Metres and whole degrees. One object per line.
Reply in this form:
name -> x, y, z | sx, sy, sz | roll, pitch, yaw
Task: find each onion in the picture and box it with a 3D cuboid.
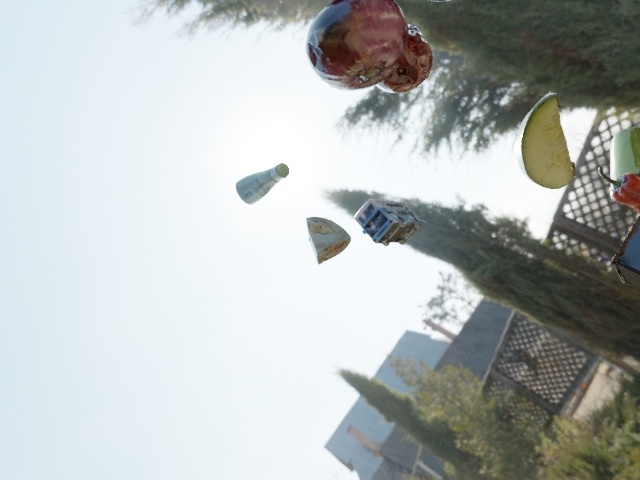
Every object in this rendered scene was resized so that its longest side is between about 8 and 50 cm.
onion -> 0.065, -0.406, 1.079 | 0.200, 0.207, 0.201 | -5, -84, -52

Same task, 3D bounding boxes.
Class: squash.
squash -> 0.420, -0.168, 0.991 | 0.093, 0.169, 0.252 | -30, -3, 16
squash -> 0.829, -0.186, 1.298 | 0.220, 0.220, 0.133 | 40, -126, -64

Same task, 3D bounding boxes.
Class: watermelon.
watermelon -> 0.000, 0.000, 0.861 | 0.061, 0.085, 0.085 | -59, -15, -59

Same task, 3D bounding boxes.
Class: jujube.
jujube -> 0.179, -0.457, 1.286 | 0.155, 0.230, 0.155 | -9, -43, -8

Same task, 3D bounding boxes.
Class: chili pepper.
chili pepper -> 0.665, -0.071, 1.079 | 0.063, 0.272, 0.071 | -56, 10, -15

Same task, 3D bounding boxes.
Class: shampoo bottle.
shampoo bottle -> -0.135, -0.136, 1.232 | 0.041, 0.069, 0.190 | -36, 9, -35

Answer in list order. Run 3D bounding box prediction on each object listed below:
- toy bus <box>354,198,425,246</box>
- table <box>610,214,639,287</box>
toy bus -> 0.231, -0.059, 1.715 | 0.106, 0.131, 0.297 | -50, -22, 20
table -> 0.870, 0.055, 1.316 | 0.169, 0.193, 0.172 | 30, -90, -48
